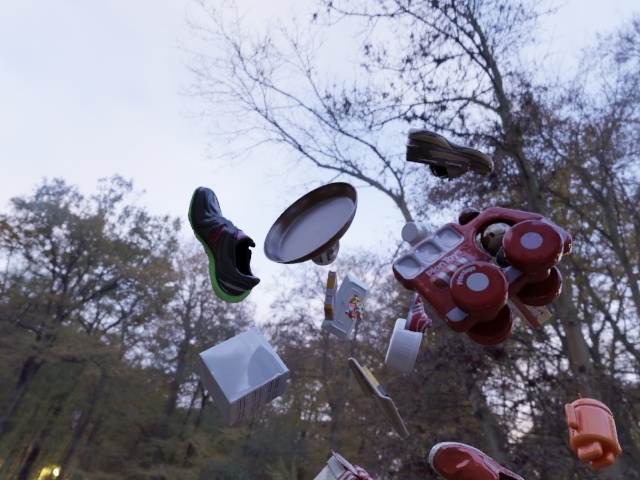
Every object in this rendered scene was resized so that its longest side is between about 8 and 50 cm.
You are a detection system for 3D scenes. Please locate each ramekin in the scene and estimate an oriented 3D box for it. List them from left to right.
[{"bbox_3d":[0.425,0.535,2.263,0.135,0.277,0.277,17,-34,12],"label":"ramekin"}]

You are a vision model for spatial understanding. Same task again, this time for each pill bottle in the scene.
[{"bbox_3d":[0.000,0.000,1.842,0.161,0.161,0.283,9,-19,7],"label":"pill bottle"},{"bbox_3d":[0.407,-0.014,1.760,0.180,0.108,0.108,15,-29,-39],"label":"pill bottle"}]

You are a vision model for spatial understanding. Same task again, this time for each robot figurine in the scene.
[{"bbox_3d":[0.830,0.580,1.351,0.158,0.219,0.128,5,-56,21],"label":"robot figurine"}]

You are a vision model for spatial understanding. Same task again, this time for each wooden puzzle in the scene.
[{"bbox_3d":[0.196,0.520,1.483,0.238,0.044,0.221,35,-25,57],"label":"wooden puzzle"}]

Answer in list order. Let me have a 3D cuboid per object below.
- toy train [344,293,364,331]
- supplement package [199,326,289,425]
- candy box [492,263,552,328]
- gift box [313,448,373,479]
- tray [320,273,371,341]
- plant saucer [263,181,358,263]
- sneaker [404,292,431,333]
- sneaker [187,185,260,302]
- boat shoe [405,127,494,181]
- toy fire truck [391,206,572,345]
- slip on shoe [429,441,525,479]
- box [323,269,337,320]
[{"bbox_3d":[0.128,0.279,1.713,0.046,0.125,0.166,-3,-37,20],"label":"toy train"},{"bbox_3d":[-0.240,0.417,1.376,0.194,0.203,0.149,45,-39,32],"label":"supplement package"},{"bbox_3d":[0.755,0.210,1.750,0.087,0.316,0.183,-40,-85,6],"label":"candy box"},{"bbox_3d":[0.083,0.884,1.479,0.255,0.258,0.276,50,-8,-28],"label":"gift box"},{"bbox_3d":[0.120,0.293,1.949,0.145,0.270,0.030,32,-19,-15],"label":"tray"},{"bbox_3d":[-0.022,-0.042,1.227,0.310,0.311,0.050,-15,-54,35],"label":"plant saucer"},{"bbox_3d":[0.270,0.192,1.180,0.067,0.118,0.042,15,-23,15],"label":"sneaker"},{"bbox_3d":[-0.357,-0.003,1.714,0.202,0.483,0.185,-28,-12,17],"label":"sneaker"},{"bbox_3d":[0.425,-0.268,1.496,0.355,0.130,0.132,15,10,-22],"label":"boat shoe"},{"bbox_3d":[0.325,0.040,0.898,0.302,0.254,0.169,-38,-43,-3],"label":"toy fire truck"},{"bbox_3d":[0.483,0.699,1.308,0.331,0.123,0.101,26,-13,6],"label":"slip on shoe"},{"bbox_3d":[0.032,0.153,1.279,0.028,0.136,0.081,5,-34,9],"label":"box"}]
